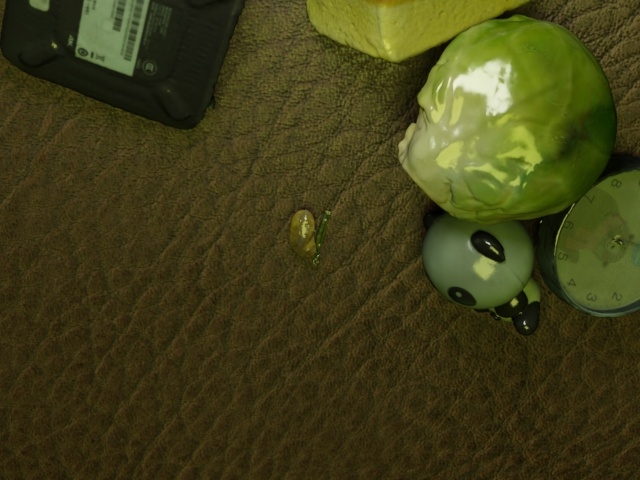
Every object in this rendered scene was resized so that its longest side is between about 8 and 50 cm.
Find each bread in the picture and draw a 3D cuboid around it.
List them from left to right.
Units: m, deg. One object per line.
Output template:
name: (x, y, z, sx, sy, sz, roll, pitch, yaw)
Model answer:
bread: (0.179, -0.449, 1.598, 0.362, 0.245, 0.233, -23, 125, -24)

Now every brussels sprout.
brussels sprout: (0.288, -0.177, 1.609, 0.344, 0.268, 0.344, 0, 95, 1)

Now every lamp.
lamp: (0.278, 0.045, 1.752, 0.198, 0.197, 0.244, -30, 125, 13)

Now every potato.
potato: (-0.032, -0.009, 1.806, 0.046, 0.045, 0.092, -16, 119, -25)

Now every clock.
clock: (0.500, -0.002, 1.748, 0.281, 0.055, 0.280, -6, 110, -16)

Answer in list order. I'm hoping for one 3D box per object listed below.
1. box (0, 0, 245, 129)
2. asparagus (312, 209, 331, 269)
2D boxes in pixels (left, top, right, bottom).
box: (-0.300, -0.344, 1.583, 0.350, 0.091, 0.359, 18, 136, -8)
asparagus: (0.000, 0.000, 1.825, 0.015, 0.014, 0.114, 19, 114, 11)
